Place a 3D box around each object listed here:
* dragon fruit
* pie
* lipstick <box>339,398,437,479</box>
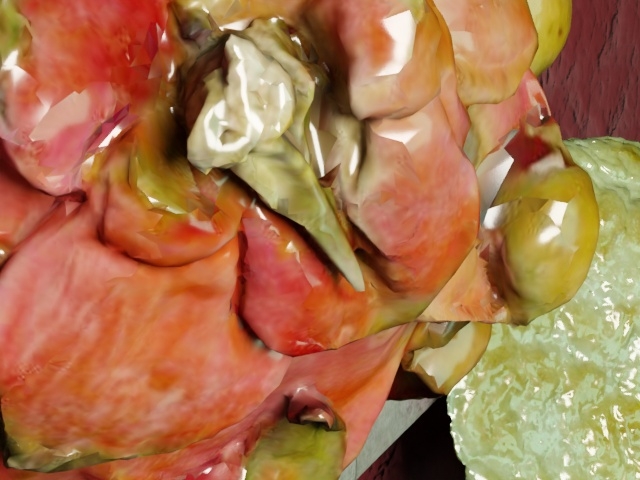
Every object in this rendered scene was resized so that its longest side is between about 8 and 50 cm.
[{"bbox_3d":[-0.049,-0.034,0.519,0.296,0.263,0.314,1,98,-61],"label":"dragon fruit"},{"bbox_3d":[0.164,0.080,0.940,0.257,0.105,0.274,-7,84,-37],"label":"pie"},{"bbox_3d":[-0.043,0.100,0.776,0.317,0.068,0.066,-36,129,-52],"label":"lipstick"}]
